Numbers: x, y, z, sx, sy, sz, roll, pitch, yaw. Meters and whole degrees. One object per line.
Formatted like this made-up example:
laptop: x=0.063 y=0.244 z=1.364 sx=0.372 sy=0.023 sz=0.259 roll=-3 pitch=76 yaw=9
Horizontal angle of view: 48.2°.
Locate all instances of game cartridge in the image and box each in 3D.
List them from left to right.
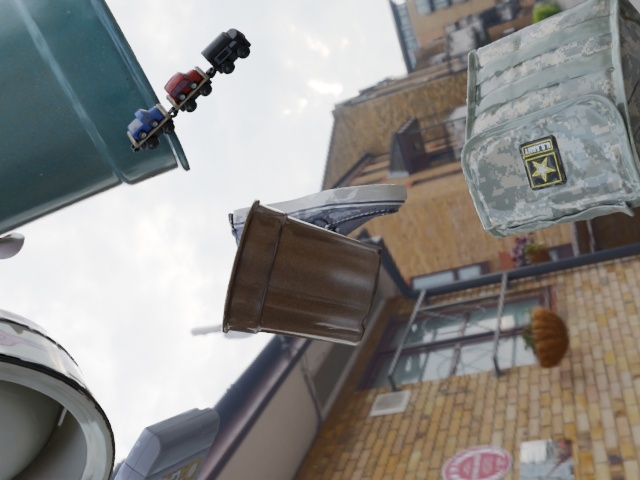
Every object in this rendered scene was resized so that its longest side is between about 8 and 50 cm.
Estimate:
game cartridge: x=-0.286 y=0.432 z=1.205 sx=0.297 sy=0.062 sz=0.198 roll=-66 pitch=-18 yaw=12

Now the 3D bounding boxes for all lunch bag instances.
lunch bag: x=0.328 y=-0.154 z=0.976 sx=0.169 sy=0.235 sz=0.287 roll=25 pitch=-118 yaw=-38

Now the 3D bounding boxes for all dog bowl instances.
dog bowl: x=-0.474 y=0.251 z=0.890 sx=0.408 sy=0.408 sz=0.150 roll=56 pitch=180 yaw=-42

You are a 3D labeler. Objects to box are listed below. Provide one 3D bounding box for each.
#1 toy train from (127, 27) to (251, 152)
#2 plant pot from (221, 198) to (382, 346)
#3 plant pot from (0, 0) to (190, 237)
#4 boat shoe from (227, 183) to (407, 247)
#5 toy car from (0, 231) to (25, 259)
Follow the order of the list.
toy train: x=-0.132 y=-0.147 z=0.698 sx=0.027 sy=0.158 sz=0.036 roll=48 pitch=-176 yaw=40
plant pot: x=-0.019 y=0.048 z=0.866 sx=0.167 sy=0.165 sz=0.167 roll=-167 pitch=90 yaw=-89
plant pot: x=-0.395 y=-0.162 z=0.923 sx=0.341 sy=0.334 sz=0.341 roll=57 pitch=170 yaw=15
boat shoe: x=0.000 y=0.000 z=1.256 sx=0.127 sy=0.340 sz=0.158 roll=-3 pitch=-95 yaw=-60
toy car: x=-0.565 y=-0.043 z=1.137 sx=0.182 sy=0.136 sz=0.159 roll=-43 pitch=-42 yaw=-70
